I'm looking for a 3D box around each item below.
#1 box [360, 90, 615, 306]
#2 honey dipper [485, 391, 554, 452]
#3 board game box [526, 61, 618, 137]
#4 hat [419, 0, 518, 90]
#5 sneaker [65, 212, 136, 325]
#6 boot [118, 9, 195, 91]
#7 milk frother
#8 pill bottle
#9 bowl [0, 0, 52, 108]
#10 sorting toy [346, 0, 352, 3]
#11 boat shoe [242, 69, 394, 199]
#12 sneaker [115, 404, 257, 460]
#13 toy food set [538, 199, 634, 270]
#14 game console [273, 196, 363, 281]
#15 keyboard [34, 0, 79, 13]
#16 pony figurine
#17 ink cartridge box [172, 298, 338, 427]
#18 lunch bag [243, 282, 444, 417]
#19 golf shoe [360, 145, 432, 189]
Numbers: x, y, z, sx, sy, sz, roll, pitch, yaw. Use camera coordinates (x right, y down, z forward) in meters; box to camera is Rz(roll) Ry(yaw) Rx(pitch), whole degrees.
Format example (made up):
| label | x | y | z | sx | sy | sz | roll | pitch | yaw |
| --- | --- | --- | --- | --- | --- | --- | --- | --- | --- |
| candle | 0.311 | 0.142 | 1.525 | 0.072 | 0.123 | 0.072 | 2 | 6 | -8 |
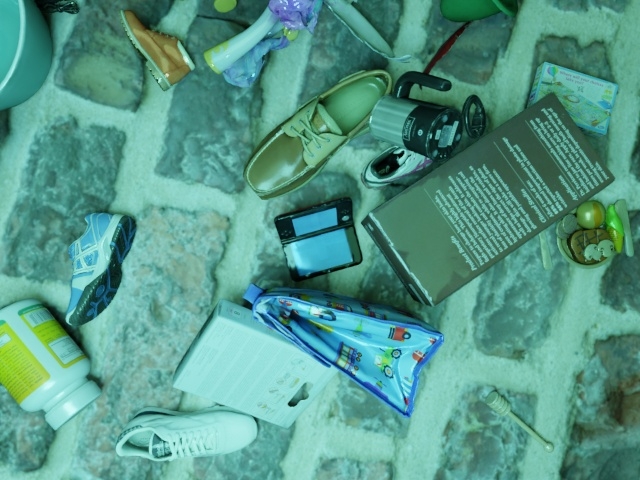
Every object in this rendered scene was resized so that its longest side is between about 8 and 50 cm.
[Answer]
| label | x | y | z | sx | sy | sz | roll | pitch | yaw |
| --- | --- | --- | --- | --- | --- | --- | --- | --- | --- |
| box | 0.284 | -0.067 | 0.752 | 0.382 | 0.143 | 0.191 | -33 | 88 | -4 |
| honey dipper | 0.384 | 0.349 | 0.800 | 0.161 | 0.030 | 0.030 | 40 | 87 | -3 |
| board game box | 0.492 | -0.275 | 0.824 | 0.154 | 0.026 | 0.103 | 17 | 88 | -2 |
| hat | 0.253 | -0.446 | 0.821 | 0.173 | 0.184 | 0.208 | 52 | 45 | -7 |
| sneaker | -0.408 | 0.048 | 0.756 | 0.081 | 0.080 | 0.211 | 16 | 78 | 4 |
| boot | -0.303 | -0.366 | 0.780 | 0.085 | 0.059 | 0.157 | -35 | 98 | -6 |
| milk frother | 0.185 | -0.202 | 0.707 | 0.143 | 0.135 | 0.129 | 13 | 107 | -43 |
| pill bottle | -0.478 | 0.213 | 0.721 | 0.118 | 0.117 | 0.208 | -40 | 90 | -3 |
| bowl | -0.593 | -0.342 | 0.700 | 0.312 | 0.163 | 0.311 | 0 | 95 | 0 |
| sorting toy | 0.039 | -0.489 | 0.809 | 0.083 | 0.045 | 0.075 | 26 | 106 | -1 |
| boat shoe | -0.004 | -0.202 | 0.753 | 0.324 | 0.120 | 0.122 | -40 | 90 | -3 |
| sneaker | -0.231 | 0.350 | 0.740 | 0.235 | 0.095 | 0.089 | -1 | 87 | -4 |
| toy food set | 0.519 | -0.010 | 0.811 | 0.192 | 0.038 | 0.132 | -11 | 89 | -3 |
| game console | 0.000 | 0.000 | 0.768 | 0.144 | 0.124 | 0.085 | -16 | 63 | -3 |
| keyboard | -0.494 | -0.470 | 0.790 | 0.180 | 0.023 | 0.108 | -14 | 82 | -2 |
| pony figurine | -0.042 | -0.421 | 0.698 | 0.364 | 0.303 | 0.350 | -31 | 74 | 13 |
| ink cartridge box | -0.115 | 0.223 | 0.741 | 0.233 | 0.066 | 0.189 | 26 | 115 | -21 |
| lunch bag | 0.014 | 0.135 | 0.693 | 0.294 | 0.221 | 0.138 | 24 | 87 | -1 |
| golf shoe | 0.164 | -0.155 | 0.777 | 0.186 | 0.086 | 0.067 | -33 | 89 | -5 |
